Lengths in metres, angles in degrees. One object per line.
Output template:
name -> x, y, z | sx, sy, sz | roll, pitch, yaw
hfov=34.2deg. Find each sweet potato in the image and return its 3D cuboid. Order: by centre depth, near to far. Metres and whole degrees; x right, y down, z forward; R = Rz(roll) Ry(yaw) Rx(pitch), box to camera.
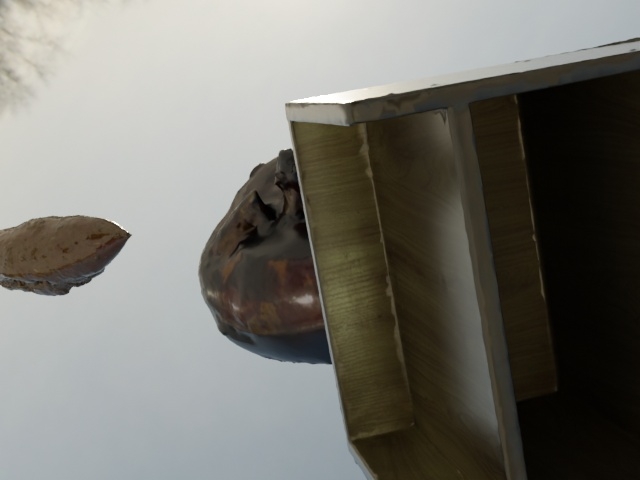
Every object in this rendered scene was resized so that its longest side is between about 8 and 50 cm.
sweet potato -> -0.233, 0.014, 0.842 | 0.205, 0.068, 0.060 | -2, -156, 31

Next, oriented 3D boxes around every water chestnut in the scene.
water chestnut -> 0.000, 0.000, 1.181 | 0.300, 0.300, 0.300 | -34, -142, 32

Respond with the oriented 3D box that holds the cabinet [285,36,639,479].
cabinet -> 0.115, 0.006, 0.438 | 0.148, 0.215, 0.175 | -145, -136, -77
